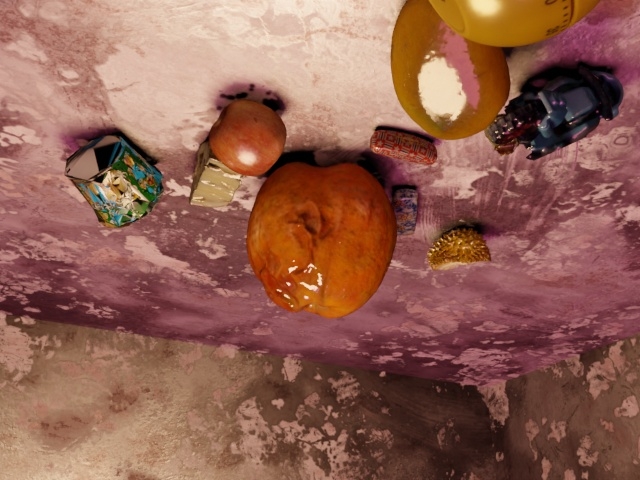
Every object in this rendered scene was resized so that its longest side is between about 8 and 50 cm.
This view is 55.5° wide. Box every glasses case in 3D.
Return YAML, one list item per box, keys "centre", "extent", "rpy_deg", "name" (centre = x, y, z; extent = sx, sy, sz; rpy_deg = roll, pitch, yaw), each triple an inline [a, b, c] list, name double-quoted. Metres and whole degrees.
- centre: [0.272, -0.088, 1.979]
  extent: [0.087, 0.065, 0.248]
  rpy_deg: [-2, 153, 4]
  name: "glasses case"
- centre: [0.229, -0.258, 1.651]
  extent: [0.194, 0.073, 0.049]
  rpy_deg: [10, 151, -16]
  name: "glasses case"

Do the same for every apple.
- centre: [-0.186, -0.262, 1.549]
  extent: [0.174, 0.188, 0.188]
  rpy_deg: [32, 141, -26]
  name: "apple"

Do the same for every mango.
- centre: [0.269, -0.372, 1.288]
  extent: [0.253, 0.182, 0.365]
  rpy_deg: [9, 149, 25]
  name: "mango"

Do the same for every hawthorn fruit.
- centre: [0.000, 0.000, 1.780]
  extent: [0.471, 0.472, 0.472]
  rpy_deg: [1, 152, 1]
  name: "hawthorn fruit"

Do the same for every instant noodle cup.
- centre: [-0.584, -0.176, 1.718]
  extent: [0.240, 0.240, 0.178]
  rpy_deg: [-9, 141, 19]
  name: "instant noodle cup"

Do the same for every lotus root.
- centre: [-0.297, -0.194, 1.741]
  extent: [0.119, 0.138, 0.235]
  rpy_deg: [8, 151, -24]
  name: "lotus root"

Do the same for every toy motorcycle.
- centre: [0.547, -0.302, 1.394]
  extent: [0.232, 0.172, 0.416]
  rpy_deg: [-32, 167, 39]
  name: "toy motorcycle"

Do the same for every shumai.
- centre: [0.494, -0.266, 1.606]
  extent: [0.123, 0.087, 0.099]
  rpy_deg: [15, 148, -26]
  name: "shumai"

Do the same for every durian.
- centre: [0.474, 0.027, 2.127]
  extent: [0.249, 0.183, 0.138]
  rpy_deg: [-26, 106, 46]
  name: "durian"

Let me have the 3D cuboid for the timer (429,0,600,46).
- centre: [0.340, -0.500, 0.944]
  extent: [0.387, 0.376, 0.376]
  rpy_deg: [-33, 143, 10]
  name: "timer"
